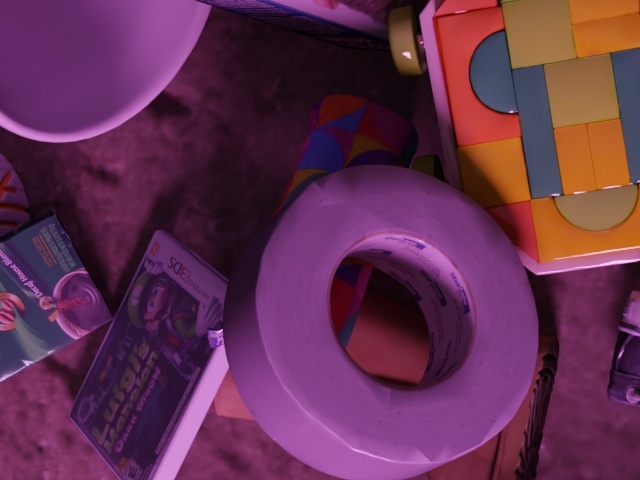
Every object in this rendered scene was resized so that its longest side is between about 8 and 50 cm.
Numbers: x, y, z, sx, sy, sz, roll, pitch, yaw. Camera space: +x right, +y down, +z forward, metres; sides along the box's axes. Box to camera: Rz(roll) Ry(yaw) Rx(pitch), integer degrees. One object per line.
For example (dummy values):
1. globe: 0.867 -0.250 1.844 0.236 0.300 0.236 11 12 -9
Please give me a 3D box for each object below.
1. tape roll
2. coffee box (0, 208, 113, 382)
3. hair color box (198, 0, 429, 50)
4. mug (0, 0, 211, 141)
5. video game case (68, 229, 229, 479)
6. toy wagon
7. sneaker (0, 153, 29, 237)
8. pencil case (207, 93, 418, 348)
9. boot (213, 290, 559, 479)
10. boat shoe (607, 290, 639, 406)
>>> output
1. tape roll: 0.044 0.059 1.034 0.072 0.219 0.219 -40 65 59
2. coffee box: -0.287 0.065 1.263 0.184 0.040 0.113 -28 105 -8
3. hair color box: -0.062 -0.267 1.092 0.105 0.347 0.173 12 90 50
4. mug: -0.268 -0.311 1.235 0.328 0.276 0.374 29 86 33
5. video game case: -0.138 0.104 1.224 0.173 0.022 0.190 34 101 54
6. toy wagon: 0.186 -0.151 1.087 0.267 0.068 0.344 -9 97 13
7. sneaker: -0.326 0.021 1.325 0.083 0.084 0.214 7 89 28
8. pencil case: 0.000 0.000 1.136 0.104 0.104 0.236 11 62 23
9. boot: 0.038 0.154 1.161 0.270 0.089 0.236 11 77 22
10. boat shoe: 0.348 0.120 1.021 0.301 0.108 0.102 15 91 26
